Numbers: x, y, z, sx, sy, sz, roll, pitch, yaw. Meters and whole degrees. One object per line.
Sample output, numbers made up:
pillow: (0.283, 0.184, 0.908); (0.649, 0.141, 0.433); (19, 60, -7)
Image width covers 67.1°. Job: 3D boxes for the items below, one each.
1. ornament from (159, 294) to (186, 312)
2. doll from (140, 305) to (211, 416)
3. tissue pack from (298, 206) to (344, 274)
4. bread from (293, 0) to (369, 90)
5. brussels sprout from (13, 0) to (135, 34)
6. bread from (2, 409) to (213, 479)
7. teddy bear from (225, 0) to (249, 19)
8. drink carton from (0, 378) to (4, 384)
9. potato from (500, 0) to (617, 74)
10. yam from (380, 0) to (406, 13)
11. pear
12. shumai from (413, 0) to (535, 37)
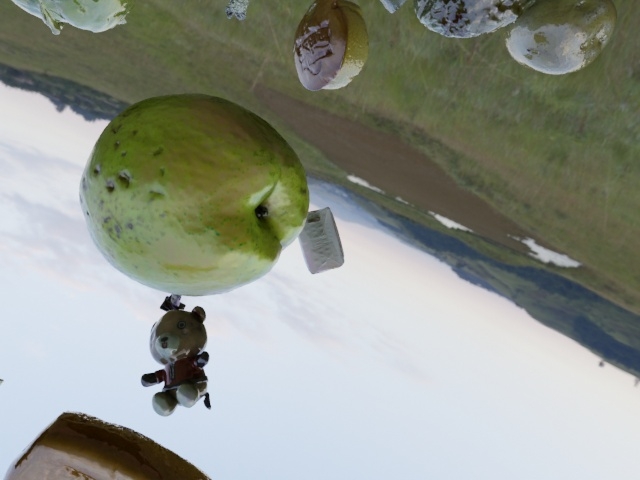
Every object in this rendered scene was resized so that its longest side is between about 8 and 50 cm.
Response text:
ornament: (-0.501, 0.166, 1.717); (0.081, 0.203, 0.088); (21, -152, -9)
doll: (-0.436, 0.378, 1.525); (0.174, 0.234, 0.330); (36, -144, -59)
tissue pack: (0.000, 0.000, 1.499); (0.124, 0.185, 0.225); (-14, 180, 2)
bread: (0.025, -0.579, 1.432); (0.147, 0.270, 0.269); (-5, -158, -34)
brussels sprout: (-0.673, -0.782, 1.309); (0.342, 0.425, 0.361); (44, -175, -7)
bread: (-0.347, 0.448, 0.778); (0.336, 0.328, 0.148); (27, -174, -7)
teddy bear: (-0.280, -0.923, 1.764); (0.111, 0.213, 0.133); (9, -176, 42)
drink carton: (-0.561, 0.285, 0.705); (0.084, 0.200, 0.074); (4, 150, 27)
potato: (0.417, -0.386, 0.878); (0.157, 0.157, 0.194); (22, -161, -46)
yam: (0.091, -0.476, 0.770); (0.194, 0.107, 0.107); (45, 178, -15)
pear: (-0.205, -0.080, 0.862); (0.390, 0.391, 0.391); (25, -176, -2)
shumai: (0.252, -0.481, 0.779); (0.222, 0.272, 0.203); (53, -160, 26)
